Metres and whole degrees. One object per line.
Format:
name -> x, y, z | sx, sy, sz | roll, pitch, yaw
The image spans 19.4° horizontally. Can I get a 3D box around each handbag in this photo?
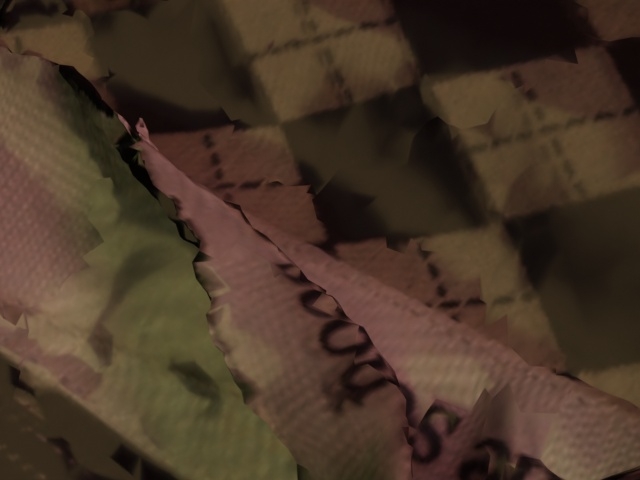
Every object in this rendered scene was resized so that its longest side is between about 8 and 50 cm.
handbag -> 0.042, -0.034, 0.408 | 0.316, 0.180, 0.416 | 30, 87, 24
